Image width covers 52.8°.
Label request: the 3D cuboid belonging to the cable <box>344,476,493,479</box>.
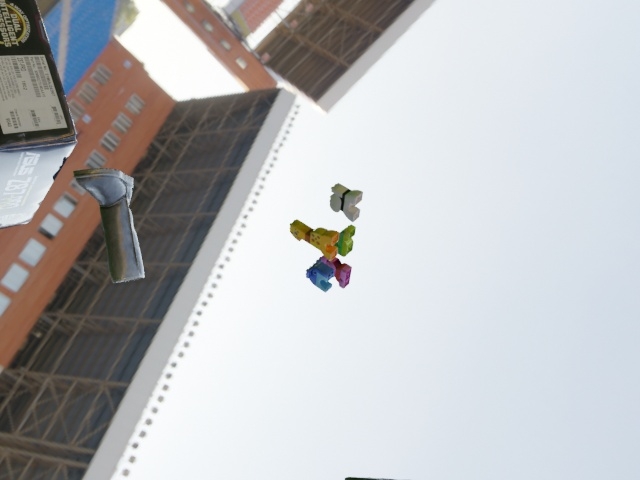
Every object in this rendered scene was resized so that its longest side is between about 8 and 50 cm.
[{"bbox_3d":[0.162,0.307,0.726,0.288,0.139,0.072,-2,-111,10],"label":"cable"}]

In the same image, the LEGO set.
[{"bbox_3d":[0.000,0.000,1.111,0.093,0.227,0.087,32,-130,23],"label":"LEGO set"}]

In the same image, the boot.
[{"bbox_3d":[-0.393,-0.025,1.209,0.076,0.190,0.208,-2,-95,13],"label":"boot"}]

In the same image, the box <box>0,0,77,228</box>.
[{"bbox_3d":[-0.418,-0.235,0.762,0.097,0.394,0.318,-16,174,-37],"label":"box"}]
